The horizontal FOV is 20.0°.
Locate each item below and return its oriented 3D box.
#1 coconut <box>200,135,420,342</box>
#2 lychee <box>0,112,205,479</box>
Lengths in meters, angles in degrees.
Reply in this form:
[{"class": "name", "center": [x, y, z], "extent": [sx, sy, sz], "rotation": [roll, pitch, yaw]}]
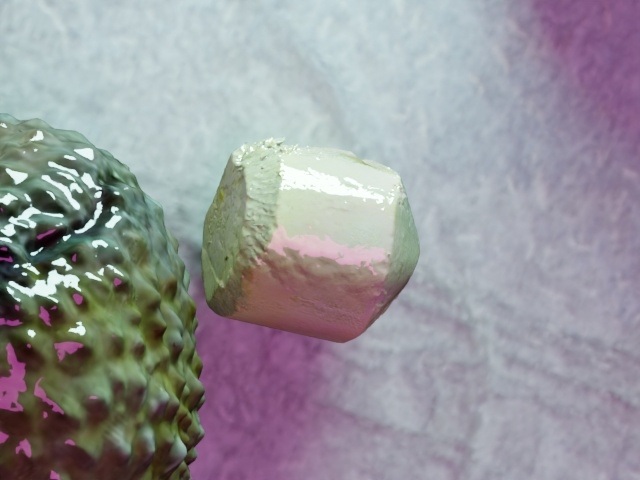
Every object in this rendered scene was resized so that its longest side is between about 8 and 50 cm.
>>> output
[{"class": "coconut", "center": [0.000, 0.000, 1.059], "extent": [0.122, 0.116, 0.116], "rotation": [10, 98, -19]}, {"class": "lychee", "center": [-0.169, 0.067, 0.948], "extent": [0.255, 0.255, 0.274], "rotation": [-43, 118, -5]}]
